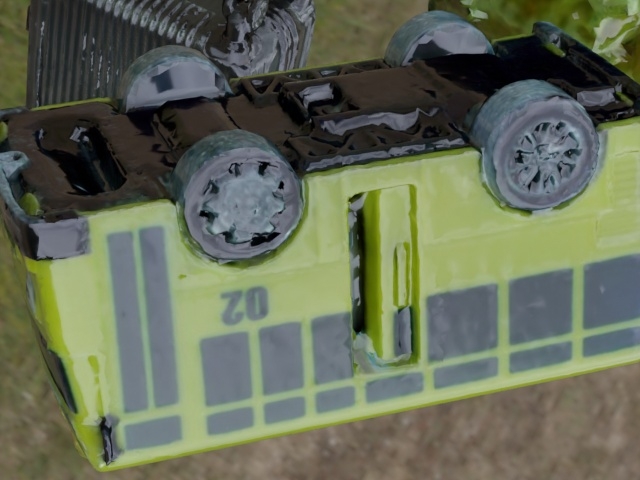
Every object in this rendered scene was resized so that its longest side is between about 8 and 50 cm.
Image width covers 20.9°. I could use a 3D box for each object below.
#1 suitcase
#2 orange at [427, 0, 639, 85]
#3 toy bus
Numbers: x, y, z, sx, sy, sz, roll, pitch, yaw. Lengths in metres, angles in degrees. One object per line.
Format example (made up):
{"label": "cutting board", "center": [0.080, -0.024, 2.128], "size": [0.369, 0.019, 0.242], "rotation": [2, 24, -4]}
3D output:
{"label": "suitcase", "center": [-0.119, -0.103, 1.324], "size": [0.128, 0.202, 0.312], "rotation": [-50, 159, -46]}
{"label": "orange", "center": [0.175, -0.160, 0.895], "size": [0.301, 0.223, 0.300], "rotation": [6, 71, -22]}
{"label": "toy bus", "center": [0.000, 0.000, 0.720], "size": [0.262, 0.128, 0.150], "rotation": [-10, 117, -15]}
